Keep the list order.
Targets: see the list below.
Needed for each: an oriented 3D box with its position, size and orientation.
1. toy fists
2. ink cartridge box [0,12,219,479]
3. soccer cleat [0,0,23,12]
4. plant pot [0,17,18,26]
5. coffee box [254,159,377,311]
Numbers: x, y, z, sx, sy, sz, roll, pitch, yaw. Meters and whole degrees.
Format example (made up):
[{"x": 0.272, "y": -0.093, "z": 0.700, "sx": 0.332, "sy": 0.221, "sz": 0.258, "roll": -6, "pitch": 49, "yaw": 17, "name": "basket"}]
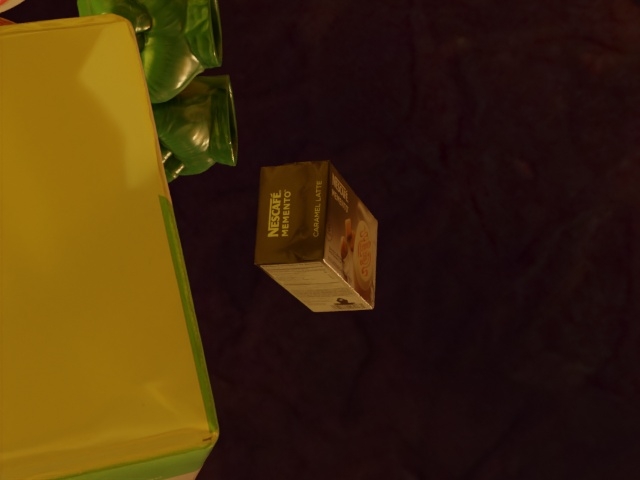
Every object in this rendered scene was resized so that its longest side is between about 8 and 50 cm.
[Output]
[{"x": -0.169, "y": -0.161, "z": 1.137, "sx": 0.142, "sy": 0.096, "sz": 0.279, "roll": -3, "pitch": -35, "yaw": 2, "name": "toy fists"}, {"x": -0.138, "y": 0.044, "z": 0.565, "sx": 0.115, "sy": 0.198, "sz": 0.273, "roll": -10, "pitch": -18, "yaw": -15, "name": "ink cartridge box"}, {"x": -0.478, "y": -0.274, "z": 1.303, "sx": 0.318, "sy": 0.108, "sz": 0.116, "roll": -35, "pitch": -14, "yaw": -6, "name": "soccer cleat"}, {"x": -0.508, "y": -0.133, "z": 1.529, "sx": 0.272, "sy": 0.265, "sz": 0.272, "roll": -7, "pitch": -20, "yaw": -2, "name": "plant pot"}, {"x": 0.000, "y": 0.000, "z": 1.522, "sx": 0.098, "sy": 0.141, "sz": 0.246, "roll": -3, "pitch": -20, "yaw": 17, "name": "coffee box"}]
